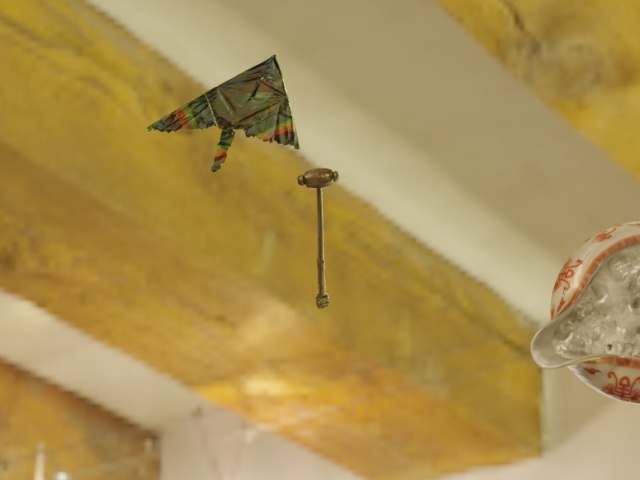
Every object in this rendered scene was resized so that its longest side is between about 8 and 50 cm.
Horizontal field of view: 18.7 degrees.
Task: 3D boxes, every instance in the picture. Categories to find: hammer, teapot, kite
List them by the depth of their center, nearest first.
[{"bbox_3d":[-0.050,-0.076,1.170,0.122,0.004,0.090,-1,-49,-40],"label":"kite"},{"bbox_3d":[0.000,0.000,1.351,0.029,0.014,0.123,-4,-51,-3],"label":"hammer"},{"bbox_3d":[0.290,0.056,1.668,0.245,0.159,0.116,-35,-29,-7],"label":"teapot"}]
